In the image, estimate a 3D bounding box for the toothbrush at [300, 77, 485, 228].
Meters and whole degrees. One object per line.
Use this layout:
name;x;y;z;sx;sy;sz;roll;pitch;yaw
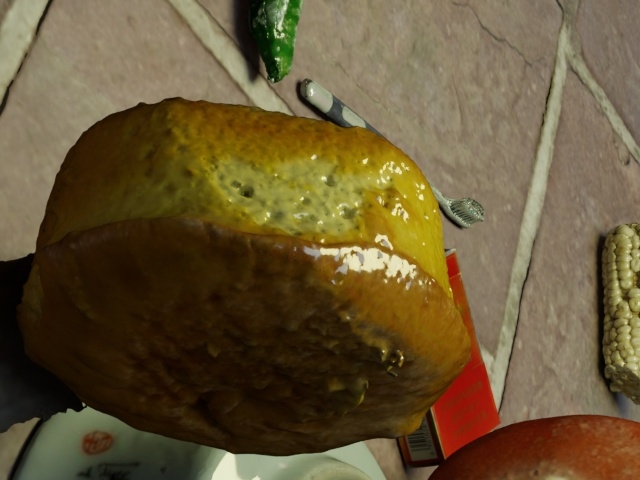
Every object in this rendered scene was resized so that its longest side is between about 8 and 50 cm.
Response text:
toothbrush;0.070;-0.076;1.558;0.288;0.026;0.024;35;50;-45

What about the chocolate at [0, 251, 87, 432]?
chocolate;-0.221;0.065;1.013;0.321;0.112;0.112;-18;97;-58

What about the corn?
corn;0.348;0.080;1.876;0.087;0.087;0.211;33;60;-47

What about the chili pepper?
chili pepper;-0.029;-0.236;1.434;0.088;0.059;0.227;31;58;-54

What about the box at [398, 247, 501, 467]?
box;0.098;0.104;1.522;0.112;0.048;0.175;-22;99;-54

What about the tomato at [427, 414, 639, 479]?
tomato;0.211;0.316;1.364;0.273;0.341;0.341;43;47;-48

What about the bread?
bread;-0.046;0.030;0.975;0.268;0.268;0.146;40;41;-43

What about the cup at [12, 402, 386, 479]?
cup;-0.046;0.245;1.169;0.347;0.163;0.347;22;63;-52
